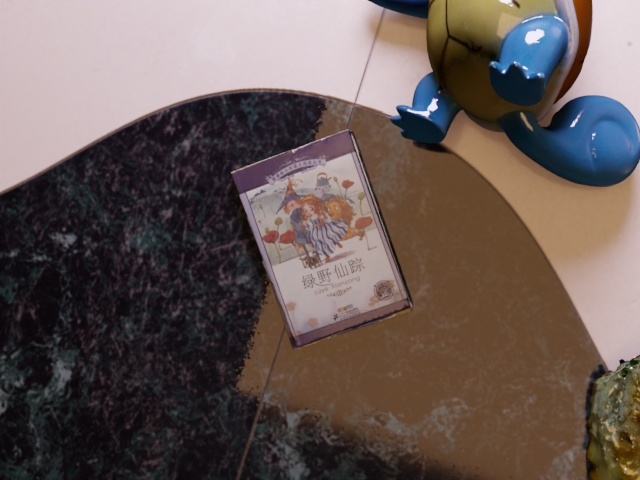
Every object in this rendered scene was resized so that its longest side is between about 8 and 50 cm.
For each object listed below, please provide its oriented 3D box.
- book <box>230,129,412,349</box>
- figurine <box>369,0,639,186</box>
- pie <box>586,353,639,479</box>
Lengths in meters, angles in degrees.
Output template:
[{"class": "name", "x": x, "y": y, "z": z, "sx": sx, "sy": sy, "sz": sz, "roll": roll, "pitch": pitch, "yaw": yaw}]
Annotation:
[{"class": "book", "x": 0.000, "y": 0.000, "z": 1.136, "sx": 0.157, "sy": 0.026, "sz": 0.231, "roll": -20, "pitch": 88, "yaw": 11}, {"class": "figurine", "x": 0.198, "y": -0.237, "z": 0.997, "sx": 0.243, "sy": 0.298, "sz": 0.416, "roll": -20, "pitch": 89, "yaw": -23}, {"class": "pie", "x": 0.459, "y": 0.225, "z": 1.009, "sx": 0.355, "sy": 0.103, "sz": 0.288, "roll": -28, "pitch": 80, "yaw": 13}]
